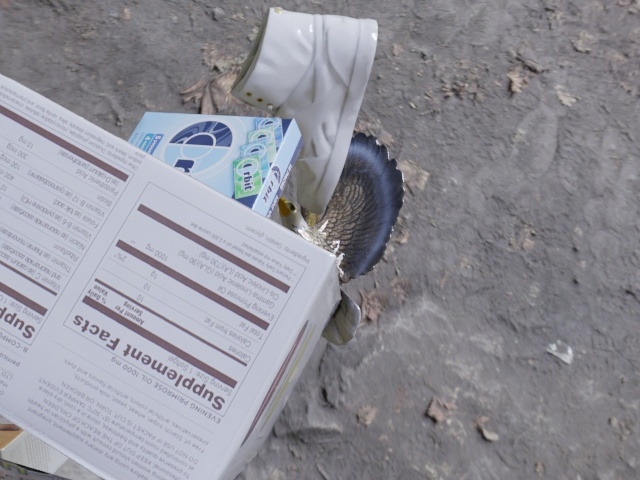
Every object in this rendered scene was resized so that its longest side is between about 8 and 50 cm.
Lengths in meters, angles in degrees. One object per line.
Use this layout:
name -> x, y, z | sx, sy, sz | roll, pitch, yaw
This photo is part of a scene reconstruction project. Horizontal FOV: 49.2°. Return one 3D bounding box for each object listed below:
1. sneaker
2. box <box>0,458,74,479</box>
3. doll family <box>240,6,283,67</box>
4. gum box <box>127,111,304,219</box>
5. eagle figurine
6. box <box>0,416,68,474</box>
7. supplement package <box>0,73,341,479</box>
sneaker -> -0.040, -0.170, 0.938 | 0.169, 0.108, 0.292 | 7, 127, -10
box -> -0.226, 0.169, 0.459 | 0.207, 0.114, 0.036 | 27, 75, -23
doll family -> -0.058, -0.239, 1.016 | 0.076, 0.193, 0.111 | -7, 67, 24
gum box -> -0.129, -0.060, 0.711 | 0.184, 0.157, 0.041 | 8, 147, 22
eagle figurine -> -0.002, -0.008, 1.106 | 0.226, 0.298, 0.225 | 20, 142, 16
box -> -0.390, 0.240, 0.876 | 0.130, 0.170, 0.091 | 5, 110, 14
supplement package -> -0.107, 0.042, 0.456 | 0.204, 0.262, 0.145 | 29, 84, 6
